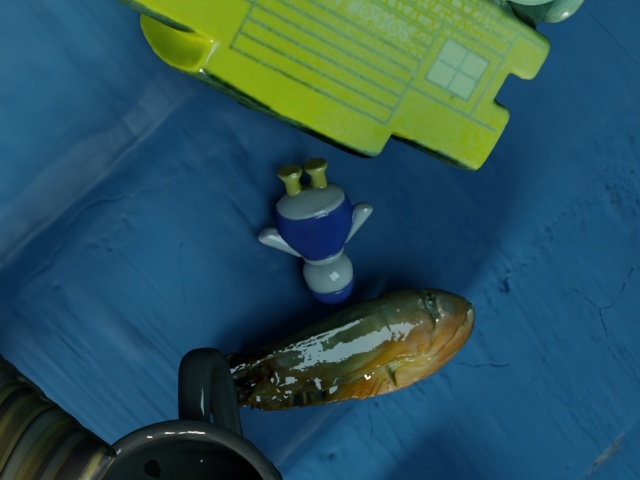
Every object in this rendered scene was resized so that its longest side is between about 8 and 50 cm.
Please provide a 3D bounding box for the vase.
[{"bbox_3d":[-0.080,0.213,0.971,0.156,0.301,0.251,-1,77,7],"label":"vase"}]

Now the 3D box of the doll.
[{"bbox_3d":[0.000,0.000,1.064,0.099,0.057,0.143,-17,119,-2],"label":"doll"}]

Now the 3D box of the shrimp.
[{"bbox_3d":[0.012,0.108,1.103,0.267,0.061,0.145,-16,150,-23],"label":"shrimp"}]

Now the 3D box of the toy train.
[{"bbox_3d":[0.008,-0.216,0.921,0.442,0.179,0.272,22,103,-36],"label":"toy train"}]

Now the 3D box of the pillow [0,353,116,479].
[{"bbox_3d":[-0.248,0.188,0.886,0.052,0.212,0.208,21,96,-51],"label":"pillow"}]
